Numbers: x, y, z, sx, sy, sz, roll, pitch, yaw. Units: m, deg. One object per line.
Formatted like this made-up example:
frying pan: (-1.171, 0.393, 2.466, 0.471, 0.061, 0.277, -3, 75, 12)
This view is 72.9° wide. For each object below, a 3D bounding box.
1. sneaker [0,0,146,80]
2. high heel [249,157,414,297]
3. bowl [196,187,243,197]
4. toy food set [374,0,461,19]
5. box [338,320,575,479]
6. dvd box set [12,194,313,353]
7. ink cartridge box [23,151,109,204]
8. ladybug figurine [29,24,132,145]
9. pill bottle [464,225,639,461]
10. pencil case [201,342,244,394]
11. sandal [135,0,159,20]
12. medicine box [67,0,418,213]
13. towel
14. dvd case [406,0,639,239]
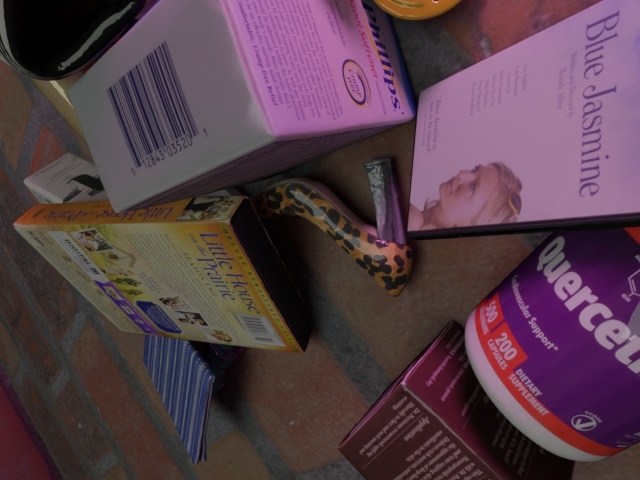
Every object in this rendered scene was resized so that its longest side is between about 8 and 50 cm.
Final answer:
sneaker: (-0.194, -0.357, 0.428, 0.257, 0.169, 0.448, 34, 101, 43)
high heel: (0.000, 0.000, 0.624, 0.261, 0.093, 0.186, -9, 94, 29)
bowl: (-0.177, -0.044, 0.772, 0.142, 0.053, 0.142, 40, 125, 18)
toy food set: (0.087, -0.333, 0.475, 0.128, 0.071, 0.218, -34, 86, 15)
box: (0.169, 0.250, 0.542, 0.203, 0.167, 0.168, 43, 125, 17)
dvd box set: (-0.250, 0.063, 0.717, 0.420, 0.062, 0.308, 0, 136, 24)
ink cartridge box: (-0.432, -0.041, 0.878, 0.272, 0.114, 0.197, 23, 145, 30)
ladybug figurine: (-0.371, -0.295, 0.705, 0.449, 0.162, 0.305, 54, 173, -10)
pill bottle: (0.288, 0.038, 0.371, 0.181, 0.181, 0.323, 43, 126, 17)
pencil case: (-0.217, 0.258, 0.898, 0.070, 0.064, 0.152, 21, 125, -15)
sandal: (-0.214, -0.517, 0.578, 0.102, 0.169, 0.416, 36, 122, 44)
medicine box: (-0.074, -0.157, 0.503, 0.263, 0.289, 0.149, -13, 98, 39)
towel: (-0.309, 0.272, 0.933, 0.336, 0.040, 0.243, 37, 124, 42)
dvd case: (0.176, -0.094, 0.407, 0.253, 0.022, 0.180, -5, 77, 61)
